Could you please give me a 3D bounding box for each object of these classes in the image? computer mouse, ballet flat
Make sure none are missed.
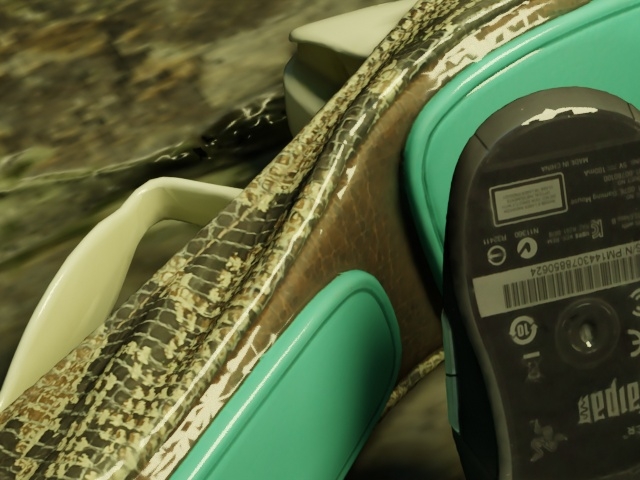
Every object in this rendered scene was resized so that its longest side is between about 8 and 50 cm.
[{"bbox_3d":[0.063,0.079,0.700,0.184,0.262,0.060,-18,14,-12],"label":"computer mouse"},{"bbox_3d":[0.000,0.000,0.784,0.182,0.164,0.483,25,57,38],"label":"ballet flat"}]
